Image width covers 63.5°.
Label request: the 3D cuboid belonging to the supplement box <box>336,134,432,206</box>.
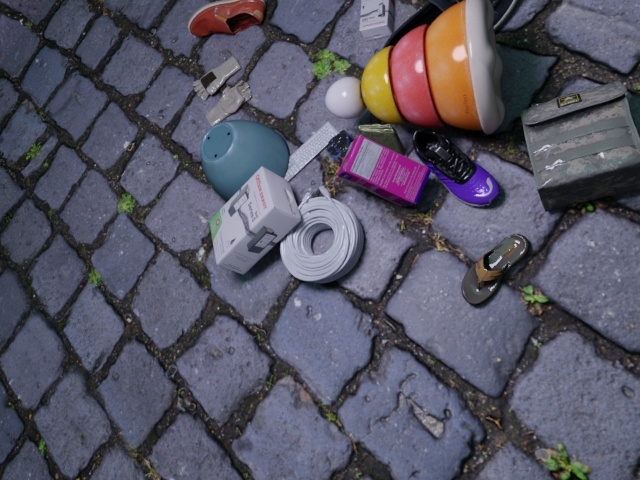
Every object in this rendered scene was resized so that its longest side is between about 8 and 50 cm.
[{"bbox_3d":[0.172,-0.188,1.426,0.220,0.111,0.113,25,86,-8],"label":"supplement box"}]

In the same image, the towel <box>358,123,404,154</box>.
[{"bbox_3d":[0.181,-0.292,1.498,0.110,0.148,0.027,10,72,28],"label":"towel"}]

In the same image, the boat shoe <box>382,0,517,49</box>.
[{"bbox_3d":[0.384,-0.649,1.507,0.500,0.156,0.186,-39,59,9],"label":"boat shoe"}]

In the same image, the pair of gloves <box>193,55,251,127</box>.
[{"bbox_3d":[-0.366,-0.556,1.917,0.204,0.042,0.240,-30,64,15],"label":"pair of gloves"}]

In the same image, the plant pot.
[{"bbox_3d":[-0.278,-0.278,1.689,0.291,0.195,0.289,-10,69,27],"label":"plant pot"}]

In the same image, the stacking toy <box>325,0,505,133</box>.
[{"bbox_3d":[0.230,-0.429,1.391,0.481,0.351,0.350,-5,72,24],"label":"stacking toy"}]

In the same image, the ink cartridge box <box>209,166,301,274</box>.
[{"bbox_3d":[-0.207,-0.060,1.585,0.273,0.115,0.198,-43,44,23],"label":"ink cartridge box"}]

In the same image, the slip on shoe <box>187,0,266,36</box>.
[{"bbox_3d":[-0.361,-0.836,1.964,0.332,0.123,0.101,-7,75,20],"label":"slip on shoe"}]

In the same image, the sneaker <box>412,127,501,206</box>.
[{"bbox_3d":[0.347,-0.204,1.387,0.102,0.146,0.293,-48,59,6],"label":"sneaker"}]

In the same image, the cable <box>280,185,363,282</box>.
[{"bbox_3d":[0.000,0.000,1.532,0.257,0.089,0.257,-47,60,7],"label":"cable"}]

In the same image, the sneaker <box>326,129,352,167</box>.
[{"bbox_3d":[0.083,-0.254,1.577,0.083,0.087,0.221,-34,45,17],"label":"sneaker"}]

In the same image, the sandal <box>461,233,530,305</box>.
[{"bbox_3d":[0.438,0.067,1.306,0.219,0.060,0.090,-45,60,7],"label":"sandal"}]

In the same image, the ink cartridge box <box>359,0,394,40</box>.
[{"bbox_3d":[0.184,-0.733,1.687,0.099,0.056,0.135,-3,72,25],"label":"ink cartridge box"}]

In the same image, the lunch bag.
[{"bbox_3d":[0.627,-0.248,1.254,0.236,0.169,0.286,-14,61,26],"label":"lunch bag"}]

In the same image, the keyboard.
[{"bbox_3d":[-0.052,-0.281,1.689,0.256,0.014,0.072,-42,61,9],"label":"keyboard"}]
